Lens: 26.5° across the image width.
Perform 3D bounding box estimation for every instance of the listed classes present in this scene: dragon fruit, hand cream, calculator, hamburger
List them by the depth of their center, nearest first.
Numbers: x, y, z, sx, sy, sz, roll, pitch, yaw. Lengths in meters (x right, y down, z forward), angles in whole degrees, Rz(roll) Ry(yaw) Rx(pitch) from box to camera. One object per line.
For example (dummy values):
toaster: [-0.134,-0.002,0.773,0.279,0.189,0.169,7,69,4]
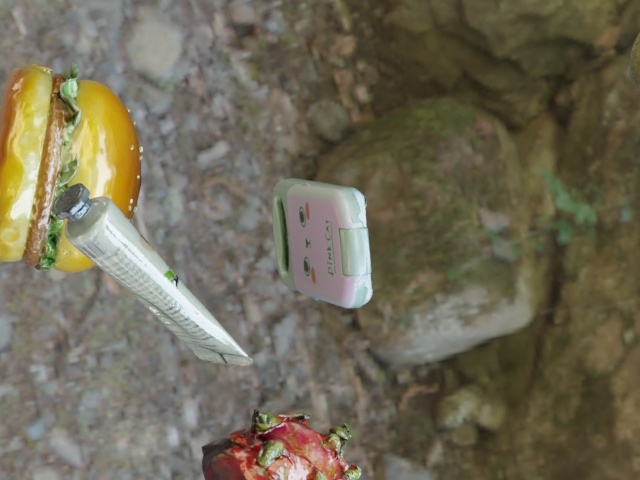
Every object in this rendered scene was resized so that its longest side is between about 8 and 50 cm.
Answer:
hand cream: [-0.150,0.039,1.214,0.234,0.080,0.050,50,58,-33]
hamburger: [-0.287,-0.080,1.539,0.170,0.246,0.246,11,61,-15]
calculator: [0.000,0.000,1.605,0.045,0.246,0.141,-8,100,-23]
dragon fruit: [-0.047,0.273,1.635,0.172,0.160,0.166,-17,126,-48]

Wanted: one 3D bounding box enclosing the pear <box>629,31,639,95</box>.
pear: [0.487,-0.229,1.804,0.167,0.136,0.167,27,51,-39]
